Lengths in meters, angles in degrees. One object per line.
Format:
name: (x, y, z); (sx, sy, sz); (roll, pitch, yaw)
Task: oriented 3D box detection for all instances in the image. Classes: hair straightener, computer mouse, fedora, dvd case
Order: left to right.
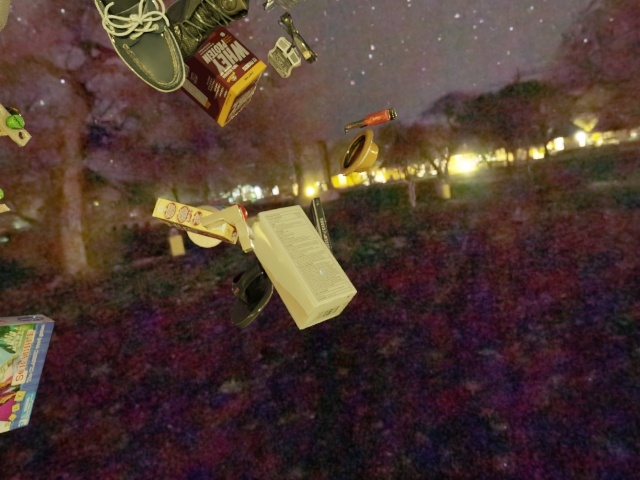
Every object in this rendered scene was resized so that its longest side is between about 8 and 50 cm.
computer mouse: (-0.066, -0.405, 1.050); (0.042, 0.106, 0.193); (-45, 15, -11)
dvd case: (0.000, 0.000, 1.609); (0.029, 0.239, 0.179); (-11, -13, -10)
fedora: (0.149, -0.304, 1.771); (0.079, 0.194, 0.194); (26, -7, -22)
hair straightener: (0.174, -0.413, 1.727); (0.089, 0.047, 0.230); (-24, 8, -42)

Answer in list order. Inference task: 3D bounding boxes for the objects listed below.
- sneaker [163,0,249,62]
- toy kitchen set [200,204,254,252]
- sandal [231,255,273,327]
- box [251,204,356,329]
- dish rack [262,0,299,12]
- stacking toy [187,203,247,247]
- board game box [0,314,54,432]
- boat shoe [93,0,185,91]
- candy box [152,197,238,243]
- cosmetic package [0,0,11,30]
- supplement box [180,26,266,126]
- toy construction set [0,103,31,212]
sneaker: (-0.209, -0.405, 0.884); (0.227, 0.087, 0.130); (-46, 35, -2)
toy kitchen set: (-0.167, -0.010, 0.916); (0.075, 0.083, 0.068); (-20, -8, 0)
sandal: (-0.235, 0.120, 1.687); (0.167, 0.107, 0.446); (-35, 25, 28)
box: (-0.057, 0.064, 1.330); (0.148, 0.311, 0.121); (-14, -31, -36)
dish rack: (-0.053, -0.714, 1.307); (0.208, 0.074, 0.272); (-51, 10, 46)
stacking toy: (-0.350, -0.069, 1.771); (0.141, 0.141, 0.330); (-8, 7, 12)
board game box: (-0.886, 0.360, 1.278); (0.065, 0.319, 0.318); (17, 3, 25)
boat shoe: (-0.286, -0.347, 0.743); (0.095, 0.255, 0.079); (-28, 21, -12)
candy box: (-0.303, -0.047, 1.218); (0.186, 0.053, 0.109); (14, -10, 7)
cosmetic package: (-0.696, -0.585, 0.979); (0.160, 0.309, 0.113); (22, 36, -27)
supplement box: (-0.281, -0.454, 1.342); (0.129, 0.194, 0.191); (-52, 8, -25)
toy construction set: (-0.878, -0.221, 1.281); (0.237, 0.309, 0.257); (-5, 23, 14)
